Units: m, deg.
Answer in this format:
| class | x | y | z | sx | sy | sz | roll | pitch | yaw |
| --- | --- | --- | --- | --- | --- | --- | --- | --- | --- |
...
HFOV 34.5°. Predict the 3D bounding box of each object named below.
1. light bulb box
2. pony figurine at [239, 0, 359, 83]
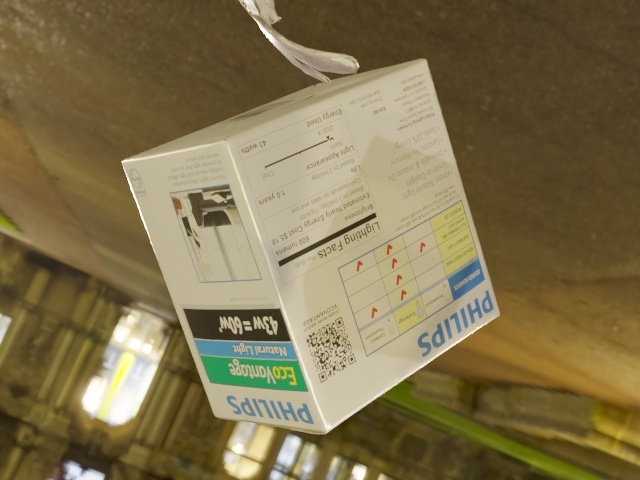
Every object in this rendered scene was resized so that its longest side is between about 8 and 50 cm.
| class | x | y | z | sx | sy | sz | roll | pitch | yaw |
| --- | --- | --- | --- | --- | --- | --- | --- | --- | --- |
| light bulb box | 0.000 | 0.000 | 1.317 | 0.358 | 0.361 | 0.225 | -27 | -165 | -38 |
| pony figurine | -0.101 | -0.242 | 0.300 | 0.364 | 0.350 | 0.303 | -6 | 164 | -13 |
